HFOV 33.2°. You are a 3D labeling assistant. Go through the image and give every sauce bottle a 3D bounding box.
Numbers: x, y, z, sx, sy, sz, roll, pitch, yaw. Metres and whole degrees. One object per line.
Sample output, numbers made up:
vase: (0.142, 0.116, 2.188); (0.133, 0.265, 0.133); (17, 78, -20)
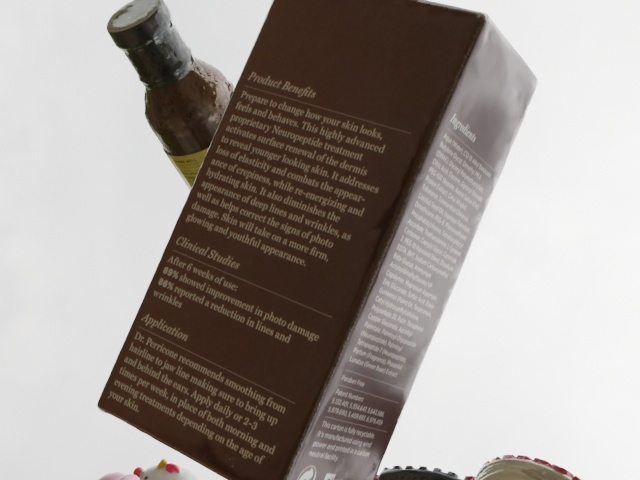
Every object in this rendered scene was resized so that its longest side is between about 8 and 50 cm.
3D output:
sauce bottle: (-0.130, -0.122, 1.242); (0.111, 0.344, 0.111); (-18, -141, 16)

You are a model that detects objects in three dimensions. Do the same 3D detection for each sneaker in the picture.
sneaker: (0.155, 0.283, 1.011); (0.299, 0.121, 0.112); (-20, -147, 45)

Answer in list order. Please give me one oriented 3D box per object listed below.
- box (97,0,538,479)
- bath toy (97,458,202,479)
box: (0.000, 0.000, 0.843); (0.191, 0.143, 0.381); (21, -93, 33)
bath toy: (-0.290, 0.380, 1.459); (0.129, 0.348, 0.151); (34, -67, 24)
